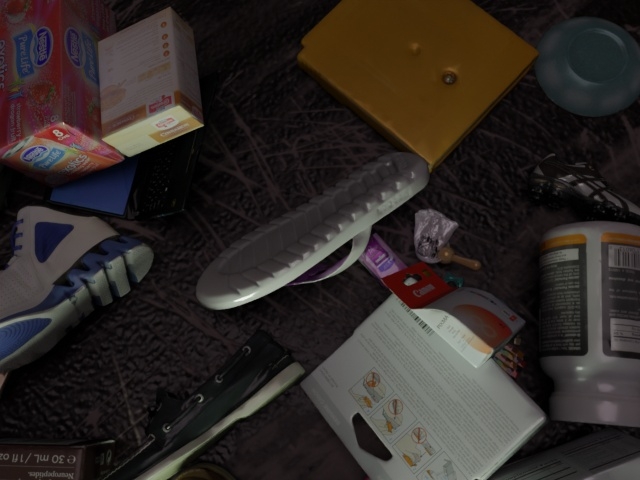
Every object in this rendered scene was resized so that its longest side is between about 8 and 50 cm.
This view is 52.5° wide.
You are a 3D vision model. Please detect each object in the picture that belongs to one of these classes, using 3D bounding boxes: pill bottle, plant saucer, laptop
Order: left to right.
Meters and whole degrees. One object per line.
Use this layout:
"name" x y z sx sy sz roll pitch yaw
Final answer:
"laptop" -0.307 -0.162 1.041 0.137 0.264 0.234 21 73 -37
"plant saucer" 0.468 -0.308 1.112 0.195 0.037 0.195 0 76 1
"pill bottle" 0.400 0.123 0.938 0.162 0.162 0.278 5 76 3

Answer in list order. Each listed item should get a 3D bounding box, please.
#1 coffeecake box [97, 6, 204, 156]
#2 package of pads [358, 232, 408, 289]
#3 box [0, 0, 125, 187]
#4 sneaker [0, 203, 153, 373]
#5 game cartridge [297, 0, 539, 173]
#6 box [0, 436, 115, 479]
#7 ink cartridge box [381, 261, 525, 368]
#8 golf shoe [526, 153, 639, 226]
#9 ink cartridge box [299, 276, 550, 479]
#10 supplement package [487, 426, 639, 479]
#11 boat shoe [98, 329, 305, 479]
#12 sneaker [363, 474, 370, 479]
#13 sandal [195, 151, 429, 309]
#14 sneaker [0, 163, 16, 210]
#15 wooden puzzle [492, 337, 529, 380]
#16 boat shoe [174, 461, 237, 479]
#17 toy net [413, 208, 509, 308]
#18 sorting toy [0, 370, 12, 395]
"coffeecake box" -0.265 -0.243 1.002 0.142 0.068 0.185 -18 66 18
"package of pads" 0.096 0.032 1.036 0.050 0.032 0.083 -39 78 -11
"box" -0.420 -0.258 1.033 0.154 0.142 0.300 -16 68 17
"sneaker" -0.435 0.054 0.986 0.182 0.127 0.315 40 55 21
"game cartridge" 0.160 -0.315 1.120 0.324 0.052 0.285 42 80 13
"box" -0.409 0.469 0.884 0.191 0.143 0.381 0 77 1
"ink cartridge box" 0.192 0.087 0.920 0.179 0.145 0.045 45 120 19
"golf shoe" 0.434 -0.079 1.029 0.198 0.077 0.094 25 72 12
"ink cartridge box" 0.141 0.230 0.932 0.239 0.060 0.275 -44 61 5
"supplement package" 0.366 0.415 0.849 0.204 0.145 0.261 -19 86 -3
"boat shoe" -0.190 0.249 0.940 0.340 0.127 0.113 -35 76 -9
"sneaker" 0.168 0.405 0.896 0.252 0.111 0.103 34 79 10
"sandal" 0.005 0.005 1.005 0.416 0.169 0.102 -32 117 -7
"sneaker" -0.535 -0.151 1.082 0.083 0.118 0.222 17 47 -10
"wooden puzzle" 0.289 0.188 1.003 0.049 0.006 0.083 36 79 10
"boat shoe" -0.096 0.448 0.888 0.324 0.120 0.122 41 80 11
"toy net" 0.200 0.062 1.024 0.122 0.045 0.232 -30 73 14
"sorting toy" -0.531 0.179 1.007 0.132 0.046 0.274 19 76 6
